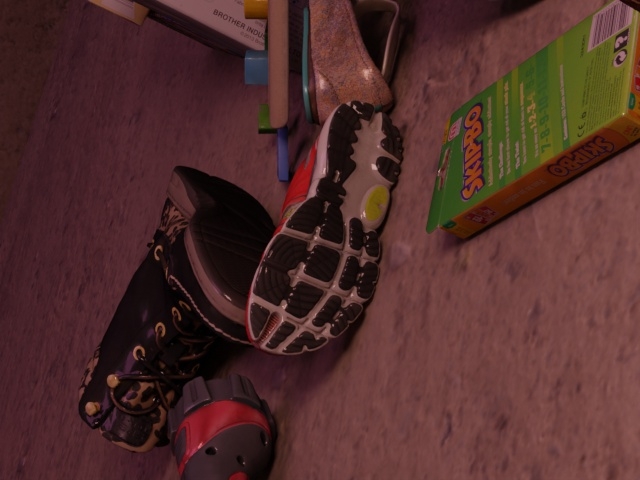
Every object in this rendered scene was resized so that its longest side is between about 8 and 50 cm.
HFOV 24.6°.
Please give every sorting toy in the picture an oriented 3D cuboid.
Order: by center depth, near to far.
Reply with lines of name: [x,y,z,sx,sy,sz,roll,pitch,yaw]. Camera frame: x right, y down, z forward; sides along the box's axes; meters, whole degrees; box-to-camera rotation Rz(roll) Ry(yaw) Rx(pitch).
sorting toy: [-0.061,-0.238,1.628,0.196,0.047,0.347,-98,8,-67]

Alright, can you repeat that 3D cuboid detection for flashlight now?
flashlight: [-0.072,0.242,1.304,0.103,0.103,0.304,-28,33,3]

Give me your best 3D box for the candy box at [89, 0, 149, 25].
candy box: [-0.231,-0.464,2.045,0.316,0.088,0.183,-63,21,6]

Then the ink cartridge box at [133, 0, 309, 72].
ink cartridge box: [-0.071,-0.436,1.776,0.395,0.270,0.151,-65,24,2]

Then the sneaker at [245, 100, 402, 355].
sneaker: [0.000,0.000,1.398,0.118,0.107,0.279,-41,21,58]

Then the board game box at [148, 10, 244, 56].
board game box: [-0.133,-0.392,2.058,0.232,0.141,0.291,-64,21,4]

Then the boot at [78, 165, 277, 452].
boot: [-0.146,0.100,1.567,0.284,0.138,0.377,-63,24,13]

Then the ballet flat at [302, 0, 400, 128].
ballet flat: [0.029,-0.254,1.542,0.107,0.106,0.316,70,-166,-64]

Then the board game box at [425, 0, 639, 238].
board game box: [0.171,-0.093,1.155,0.259,0.039,0.124,-30,40,53]

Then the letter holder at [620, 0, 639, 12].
letter holder: [0.233,-0.228,0.775,0.214,0.302,0.152,-52,25,33]
